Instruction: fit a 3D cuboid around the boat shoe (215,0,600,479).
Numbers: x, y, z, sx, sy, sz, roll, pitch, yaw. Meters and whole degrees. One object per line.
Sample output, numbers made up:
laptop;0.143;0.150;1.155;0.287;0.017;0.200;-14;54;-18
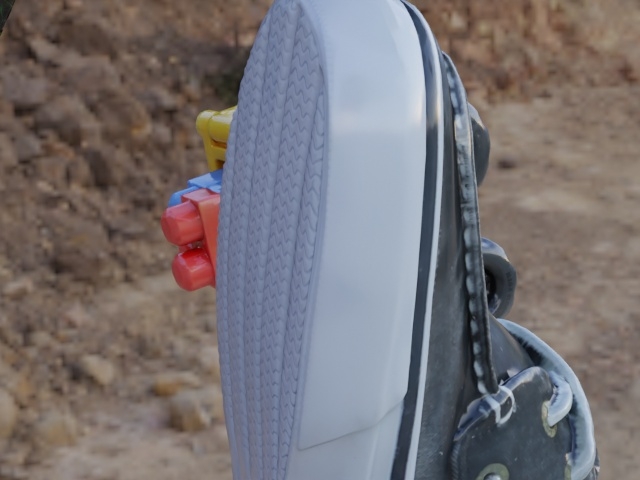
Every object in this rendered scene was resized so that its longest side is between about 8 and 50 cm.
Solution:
boat shoe;0.033;0.070;0.510;0.119;0.335;0.121;-7;31;-12

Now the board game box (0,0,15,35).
board game box;-0.210;-0.189;0.693;0.030;0.259;0.136;-14;-22;-37

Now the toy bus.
toy bus;0.000;0.000;0.977;0.211;0.220;0.149;-24;21;-25
